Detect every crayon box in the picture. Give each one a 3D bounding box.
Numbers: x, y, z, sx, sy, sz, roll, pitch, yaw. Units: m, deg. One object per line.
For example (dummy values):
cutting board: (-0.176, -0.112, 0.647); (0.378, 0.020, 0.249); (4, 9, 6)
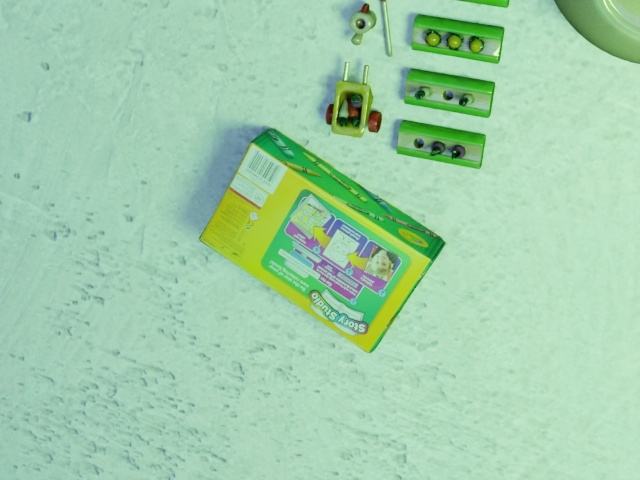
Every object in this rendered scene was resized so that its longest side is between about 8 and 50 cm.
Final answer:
crayon box: (0.000, 0.000, 1.433); (0.278, 0.081, 0.165); (34, 118, 4)

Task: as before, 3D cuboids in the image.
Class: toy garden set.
toy garden set: (0.111, -0.216, 1.327); (0.204, 0.049, 0.244); (12, 114, 15)

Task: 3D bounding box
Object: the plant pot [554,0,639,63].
plant pot: (0.352, -0.295, 1.110); (0.284, 0.191, 0.284); (9, 120, 16)
